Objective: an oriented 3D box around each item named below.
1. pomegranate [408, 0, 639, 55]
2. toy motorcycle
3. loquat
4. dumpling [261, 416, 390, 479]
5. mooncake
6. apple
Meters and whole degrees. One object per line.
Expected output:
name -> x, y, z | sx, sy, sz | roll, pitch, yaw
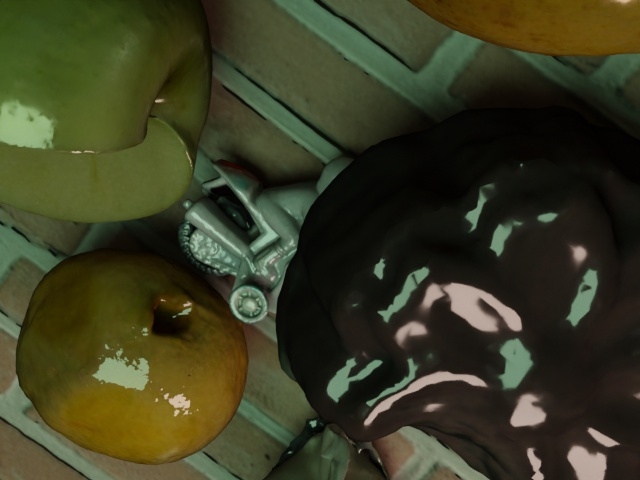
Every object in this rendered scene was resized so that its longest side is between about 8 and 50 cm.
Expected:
pomegranate -> 0.205, -0.316, 1.340 | 0.416, 0.417, 0.417 | 9, 124, 13
toy motorcycle -> 0.000, 0.000, 1.790 | 0.260, 0.110, 0.171 | 25, 110, 10
loquat -> -0.175, 0.107, 1.850 | 0.238, 0.193, 0.238 | 8, 146, 5
dumpling -> -0.011, 0.312, 1.929 | 0.163, 0.204, 0.293 | 21, 136, 19
mooncake -> 0.170, 0.064, 1.654 | 0.381, 0.212, 0.351 | 19, 111, -20
apple -> -0.228, -0.158, 1.659 | 0.257, 0.233, 0.295 | 15, 168, 18
